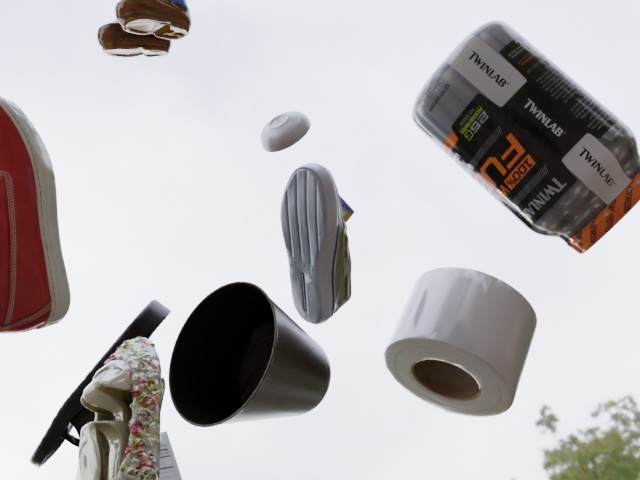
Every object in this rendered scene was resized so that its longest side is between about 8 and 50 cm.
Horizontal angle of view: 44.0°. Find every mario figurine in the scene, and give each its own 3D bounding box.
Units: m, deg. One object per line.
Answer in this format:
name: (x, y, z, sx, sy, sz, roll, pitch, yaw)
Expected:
mario figurine: (-0.226, -0.370, 0.862, 0.198, 0.320, 0.170, -7, -8, 25)

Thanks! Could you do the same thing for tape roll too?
tape roll: (0.258, 0.189, 1.458, 0.246, 0.169, 0.246, 19, -36, 14)

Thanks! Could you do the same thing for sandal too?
sandal: (-0.385, 0.288, 1.408, 0.107, 0.167, 0.445, 40, -61, -5)

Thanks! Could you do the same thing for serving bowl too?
serving bowl: (-0.057, -0.170, 1.195, 0.083, 0.083, 0.027, -29, -57, 5)

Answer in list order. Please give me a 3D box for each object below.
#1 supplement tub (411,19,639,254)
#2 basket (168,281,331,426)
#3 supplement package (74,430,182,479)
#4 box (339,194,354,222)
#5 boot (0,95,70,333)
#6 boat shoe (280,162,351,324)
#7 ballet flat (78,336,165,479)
supplement tub: (0.299, -0.141, 1.112, 0.316, 0.194, 0.193, 44, -71, 11)
basket: (-0.088, 0.184, 1.161, 0.204, 0.154, 0.227, -64, -30, -6)
supplement package: (-0.414, 0.602, 1.752, 0.198, 0.262, 0.199, -5, -41, -30)
box: (-0.002, -0.078, 1.550, 0.136, 0.081, 0.028, 48, -41, -10)
boot: (-0.337, -0.026, 0.738, 0.089, 0.244, 0.176, -16, -4, 28)
boat shoe: (0.000, 0.000, 1.337, 0.094, 0.109, 0.302, -30, -46, -39)
ballet flat: (-0.204, 0.184, 0.801, 0.091, 0.241, 0.077, -38, -50, 21)
